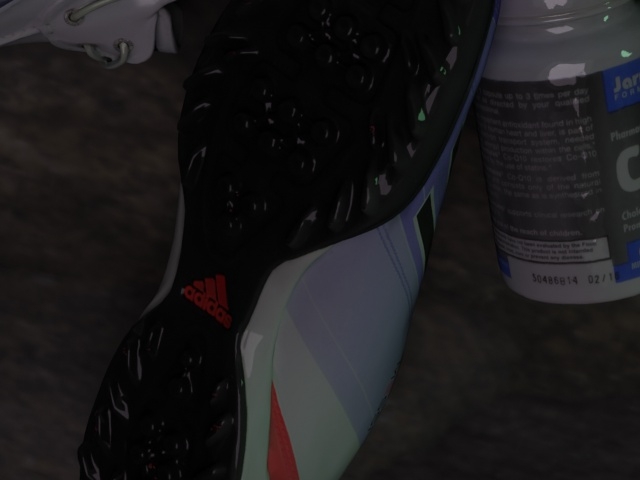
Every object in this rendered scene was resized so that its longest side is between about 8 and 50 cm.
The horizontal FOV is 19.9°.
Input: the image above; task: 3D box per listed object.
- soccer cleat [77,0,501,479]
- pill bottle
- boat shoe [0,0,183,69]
[{"bbox_3d":[0.000,0.000,0.738,0.109,0.116,0.318,36,117,28],"label":"soccer cleat"},{"bbox_3d":[0.099,-0.051,0.718,0.078,0.078,0.137,-7,112,10],"label":"pill bottle"},{"bbox_3d":[-0.080,-0.103,0.715,0.226,0.083,0.075,-26,106,16],"label":"boat shoe"}]
